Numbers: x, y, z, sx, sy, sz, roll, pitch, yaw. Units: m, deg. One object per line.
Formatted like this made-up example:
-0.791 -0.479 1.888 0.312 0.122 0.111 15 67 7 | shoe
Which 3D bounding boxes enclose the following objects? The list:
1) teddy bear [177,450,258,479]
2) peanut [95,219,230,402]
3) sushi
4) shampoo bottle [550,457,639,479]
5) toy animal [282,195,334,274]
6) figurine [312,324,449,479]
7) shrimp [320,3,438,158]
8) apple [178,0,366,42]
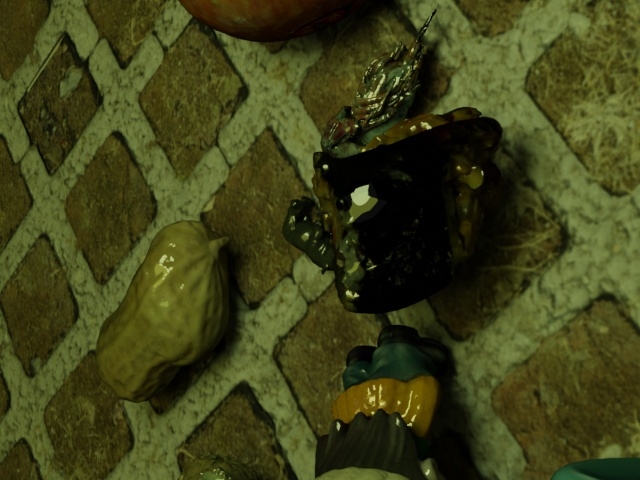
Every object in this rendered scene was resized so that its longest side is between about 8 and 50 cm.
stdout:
-0.135 0.400 1.325 0.267 0.156 0.256 147 115 -68 | teddy bear
-0.214 0.113 1.433 0.291 0.143 0.159 -56 43 26 | peanut
0.098 -0.042 1.135 0.200 0.204 0.213 -113 16 -56 | sushi
0.329 0.357 0.786 0.331 0.331 0.342 0 84 43 | shampoo bottle
0.000 0.000 1.316 0.136 0.047 0.065 36 115 37 | toy animal
0.053 0.240 1.081 0.185 0.204 0.332 -39 43 36 | figurine
0.079 -0.183 1.244 0.233 0.079 0.090 -58 15 19 | shrimp
-0.042 -0.381 1.277 0.309 0.250 0.277 -1 69 22 | apple
